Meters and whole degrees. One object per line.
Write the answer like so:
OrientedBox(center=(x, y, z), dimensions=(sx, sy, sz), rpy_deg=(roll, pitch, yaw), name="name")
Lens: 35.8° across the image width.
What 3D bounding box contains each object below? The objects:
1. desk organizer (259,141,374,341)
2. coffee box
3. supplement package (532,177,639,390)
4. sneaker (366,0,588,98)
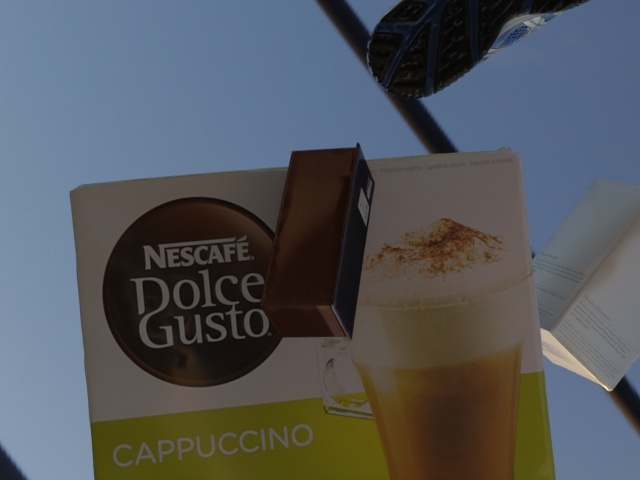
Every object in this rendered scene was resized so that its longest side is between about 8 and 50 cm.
OrientedBox(center=(0.000, 0.000, 0.668), dimensions=(0.050, 0.047, 0.130), rpy_deg=(-2, -124, 18), name="desk organizer")
OrientedBox(center=(-0.022, 0.112, 0.868), dimensions=(0.338, 0.338, 0.334), rpy_deg=(160, -75, -82), name="coffee box")
OrientedBox(center=(0.284, 0.040, 0.991), dimensions=(0.179, 0.105, 0.105), rpy_deg=(-51, -159, -5), name="supplement package")
OrientedBox(center=(0.117, -0.168, 0.646), dimensions=(0.080, 0.211, 0.081), rpy_deg=(60, 0, -9), name="sneaker")
